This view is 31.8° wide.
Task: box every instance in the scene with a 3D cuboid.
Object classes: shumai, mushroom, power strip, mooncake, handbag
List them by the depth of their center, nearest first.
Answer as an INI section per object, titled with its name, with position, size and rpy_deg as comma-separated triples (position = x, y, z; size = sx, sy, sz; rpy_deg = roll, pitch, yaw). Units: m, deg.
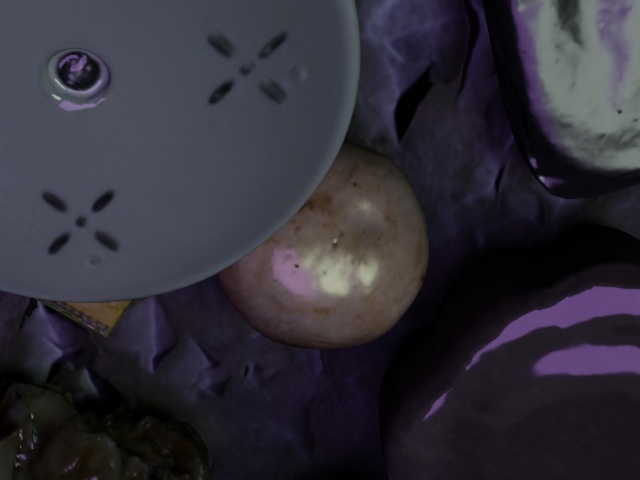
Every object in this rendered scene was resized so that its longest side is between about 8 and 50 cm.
[power strip]
position = -0.156, -0.131, 0.709
size = 0.357, 0.161, 0.358
rpy_deg = -3, 125, -4
[handbag]
position = 0.198, -0.203, 0.789
size = 0.191, 0.075, 0.332
rpy_deg = -18, 106, 4
[mushroom]
position = 0.000, 0.000, 0.853
size = 0.166, 0.127, 0.166
rpy_deg = -1, 94, -15
[mooncake]
position = 0.196, 0.135, 0.879
size = 0.306, 0.154, 0.306
rpy_deg = 0, 110, 1
[shumai]
position = -0.224, 0.224, 0.911
size = 0.256, 0.189, 0.218
rpy_deg = -43, 105, 11

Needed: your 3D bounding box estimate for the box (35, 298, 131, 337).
[box]
position = -0.165, -0.072, 0.872
size = 0.153, 0.041, 0.279
rpy_deg = 30, 109, -11
